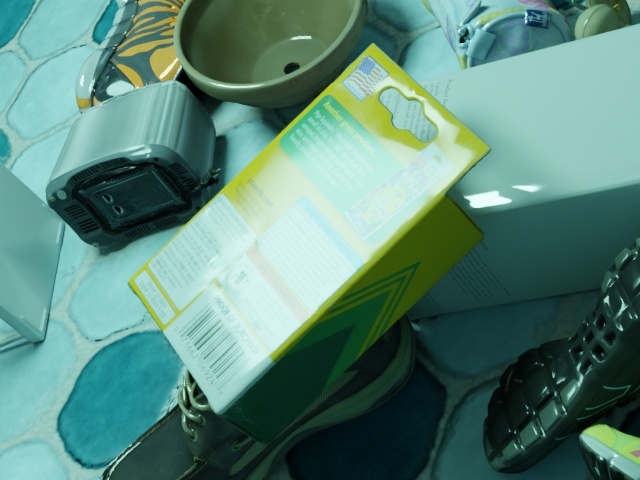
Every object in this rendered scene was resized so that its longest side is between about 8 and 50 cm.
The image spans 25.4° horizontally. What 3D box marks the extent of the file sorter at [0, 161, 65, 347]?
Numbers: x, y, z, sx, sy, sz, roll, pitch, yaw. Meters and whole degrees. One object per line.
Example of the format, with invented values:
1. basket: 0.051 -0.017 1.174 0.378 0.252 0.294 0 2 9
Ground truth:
1. file sorter: -0.471 -0.004 1.699 0.173 0.277 0.193 -21 44 23

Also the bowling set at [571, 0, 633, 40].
1. bowling set: 0.316 -0.293 1.466 0.287 0.154 0.200 -48 42 -10

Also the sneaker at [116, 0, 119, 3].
1. sneaker: -0.213 -0.462 2.038 0.110 0.118 0.292 12 61 44

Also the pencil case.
1. pencil case: 0.180 -0.237 1.510 0.124 0.113 0.273 6 28 -10

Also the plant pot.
1. plant pot: -0.048 -0.239 1.706 0.237 0.110 0.237 -11 53 14

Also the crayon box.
1. crayon box: 0.000 0.000 1.278 0.323 0.083 0.203 -44 46 4

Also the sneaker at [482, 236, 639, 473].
1. sneaker: 0.247 0.114 1.202 0.267 0.106 0.101 -49 30 24

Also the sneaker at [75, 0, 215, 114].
1. sneaker: -0.178 -0.268 1.856 0.180 0.124 0.321 3 57 25

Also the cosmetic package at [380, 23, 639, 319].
1. cosmetic package: 0.219 -0.065 1.336 0.365 0.155 0.197 -9 50 29

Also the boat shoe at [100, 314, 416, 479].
1. boat shoe: -0.080 0.151 1.383 0.355 0.130 0.132 -35 41 5

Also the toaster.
1. toaster: -0.216 -0.098 1.708 0.227 0.129 0.146 -19 43 25

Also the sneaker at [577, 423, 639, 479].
1. sneaker: 0.300 0.189 1.119 0.208 0.081 0.094 25 64 39
